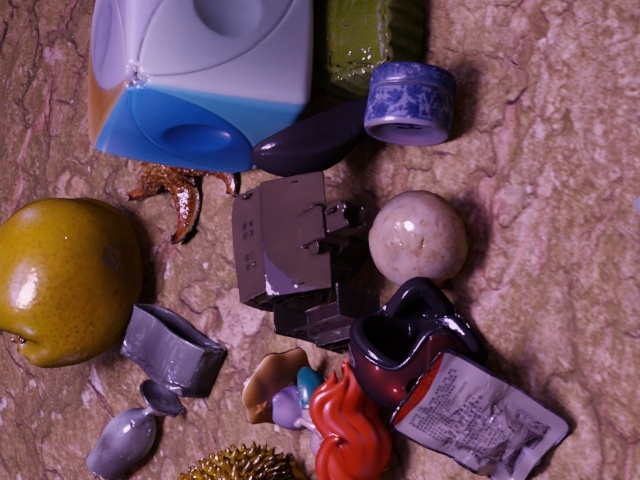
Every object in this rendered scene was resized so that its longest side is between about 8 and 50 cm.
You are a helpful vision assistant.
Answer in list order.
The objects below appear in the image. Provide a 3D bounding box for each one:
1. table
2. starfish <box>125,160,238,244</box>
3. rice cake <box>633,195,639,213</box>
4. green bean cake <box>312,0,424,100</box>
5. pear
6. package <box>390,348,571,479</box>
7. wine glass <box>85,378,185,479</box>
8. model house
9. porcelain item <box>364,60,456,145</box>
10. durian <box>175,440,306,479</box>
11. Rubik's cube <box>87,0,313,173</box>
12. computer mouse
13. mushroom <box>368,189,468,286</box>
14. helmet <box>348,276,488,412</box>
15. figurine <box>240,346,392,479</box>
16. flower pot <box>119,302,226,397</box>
[{"bbox_3d":[0.034,0.132,1.865,0.146,0.175,0.063,-19,63,39],"label":"table"},{"bbox_3d":[-0.315,-0.140,2.292,0.312,0.113,0.303,-20,91,37],"label":"starfish"},{"bbox_3d":[0.517,0.007,1.548,0.080,0.042,0.222,-44,52,27],"label":"rice cake"},{"bbox_3d":[0.075,-0.366,2.005,0.214,0.113,0.201,-9,73,42],"label":"green bean cake"},{"bbox_3d":[-0.472,0.065,2.251,0.191,0.340,0.387,-16,35,31],"label":"pear"},{"bbox_3d":[0.235,0.267,1.652,0.166,0.232,0.040,-58,4,21],"label":"package"},{"bbox_3d":[-0.370,0.381,2.221,0.222,0.103,0.103,-50,51,21],"label":"wine glass"},{"bbox_3d":[0.000,0.000,1.903,0.243,0.204,0.211,-27,61,45],"label":"model house"},{"bbox_3d":[0.150,-0.230,1.875,0.147,0.147,0.114,-2,77,42],"label":"porcelain item"},{"bbox_3d":[-0.161,0.479,1.909,0.293,0.258,0.258,-52,50,12],"label":"durian"},{"bbox_3d":[-0.224,-0.345,2.051,0.352,0.351,0.348,139,133,-62],"label":"Rubik's cube"},{"bbox_3d":[0.006,-0.168,1.942,0.086,0.269,0.137,62,150,2],"label":"computer mouse"},{"bbox_3d":[0.161,0.001,1.822,0.166,0.127,0.166,7,101,38],"label":"mushroom"},{"bbox_3d":[0.148,0.173,1.730,0.189,0.215,0.193,-105,19,-62],"label":"helmet"},{"bbox_3d":[0.012,0.284,1.850,0.257,0.181,0.208,28,69,36],"label":"figurine"},{"bbox_3d":[-0.296,0.213,2.193,0.229,0.103,0.108,27,98,43],"label":"flower pot"}]
